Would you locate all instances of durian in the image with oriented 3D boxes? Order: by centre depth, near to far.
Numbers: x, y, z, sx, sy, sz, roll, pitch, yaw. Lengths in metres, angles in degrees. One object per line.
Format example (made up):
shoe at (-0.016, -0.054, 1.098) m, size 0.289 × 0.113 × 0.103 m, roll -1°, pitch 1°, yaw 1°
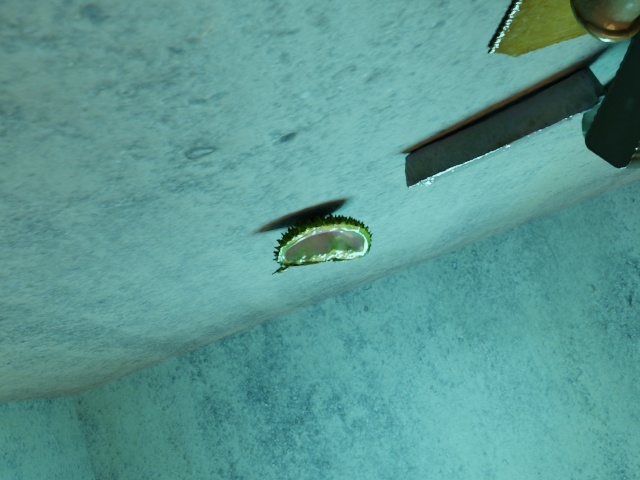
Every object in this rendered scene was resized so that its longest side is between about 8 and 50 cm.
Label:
durian at (-0.004, -0.008, 1.369) m, size 0.220 × 0.095 × 0.137 m, roll -15°, pitch 131°, yaw -18°

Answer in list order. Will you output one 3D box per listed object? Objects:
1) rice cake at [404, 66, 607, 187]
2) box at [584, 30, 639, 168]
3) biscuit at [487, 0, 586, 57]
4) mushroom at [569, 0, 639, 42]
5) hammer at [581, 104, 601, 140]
rice cake at (0.313, -0.187, 1.149) m, size 0.365 × 0.073 × 0.056 m, roll -26°, pitch 170°, yaw 20°
box at (0.546, -0.227, 1.042) m, size 0.178 × 0.138 × 0.274 m, roll -9°, pitch 130°, yaw -28°
biscuit at (0.332, -0.304, 0.809) m, size 0.237 × 0.013 × 0.232 m, roll -19°, pitch 168°, yaw -6°
mushroom at (0.346, -0.301, 0.634) m, size 0.108 × 0.096 × 0.247 m, roll -2°, pitch 157°, yaw -28°
hammer at (0.682, -0.275, 1.300) m, size 0.335 × 0.119 × 0.206 m, roll -24°, pitch -175°, yaw -32°
